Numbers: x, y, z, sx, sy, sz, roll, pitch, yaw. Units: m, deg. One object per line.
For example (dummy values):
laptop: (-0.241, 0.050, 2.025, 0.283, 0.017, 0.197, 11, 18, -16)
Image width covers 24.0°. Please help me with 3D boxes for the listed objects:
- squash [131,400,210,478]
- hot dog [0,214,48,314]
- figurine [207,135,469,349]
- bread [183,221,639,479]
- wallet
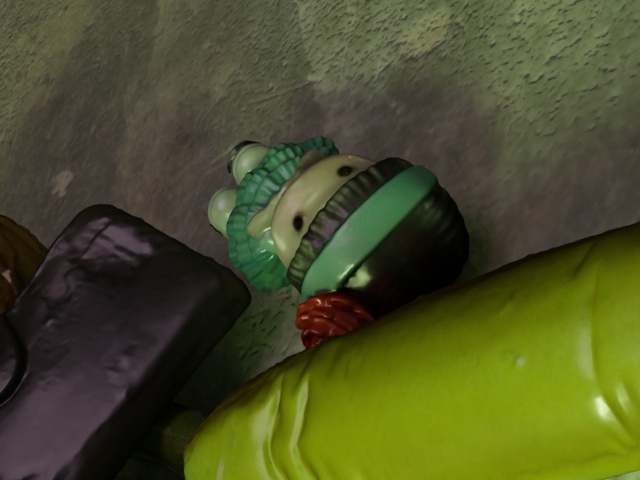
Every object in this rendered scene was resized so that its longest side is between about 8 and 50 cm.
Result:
squash: (-0.101, 0.140, 1.056, 0.183, 0.052, 0.052, 8, 69, 56)
hot dog: (-0.310, 0.165, 1.203, 0.267, 0.174, 0.387, -9, 67, 51)
figurine: (0.000, 0.000, 1.000, 0.138, 0.110, 0.245, -61, 28, -3)
bread: (0.088, 0.073, 0.757, 0.383, 0.166, 0.112, -23, 78, 40)
wallet: (-0.195, 0.120, 1.056, 0.165, 0.042, 0.309, 29, 76, 30)
